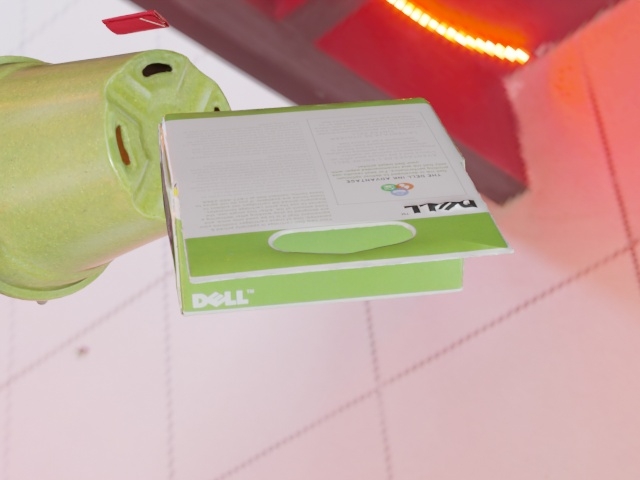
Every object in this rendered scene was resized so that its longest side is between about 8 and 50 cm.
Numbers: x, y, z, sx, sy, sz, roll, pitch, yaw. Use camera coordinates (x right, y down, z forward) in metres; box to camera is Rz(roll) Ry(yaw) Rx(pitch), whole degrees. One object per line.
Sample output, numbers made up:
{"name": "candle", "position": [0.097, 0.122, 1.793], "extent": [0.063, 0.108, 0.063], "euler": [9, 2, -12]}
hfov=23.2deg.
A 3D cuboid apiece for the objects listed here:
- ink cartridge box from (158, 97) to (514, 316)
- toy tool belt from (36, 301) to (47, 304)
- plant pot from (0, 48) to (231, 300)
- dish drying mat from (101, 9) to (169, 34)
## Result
{"name": "ink cartridge box", "position": [0.000, 0.000, 0.974], "extent": [0.255, 0.189, 0.097], "euler": [-108, 15, -64]}
{"name": "toy tool belt", "position": [-0.338, 0.040, 1.780], "extent": [0.083, 0.051, 0.052], "euler": [8, 62, 49]}
{"name": "plant pot", "position": [-0.232, -0.085, 1.632], "extent": [0.254, 0.276, 0.276], "euler": [-10, 60, 43]}
{"name": "dish drying mat", "position": [-0.215, -0.251, 1.806], "extent": [0.083, 0.032, 0.008], "euler": [-4, 62, 37]}
